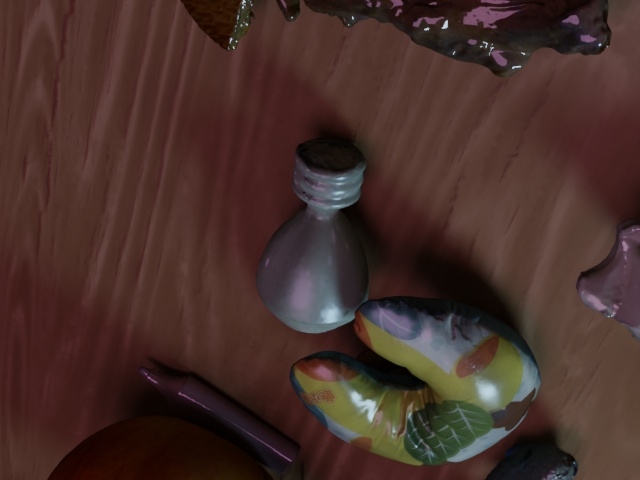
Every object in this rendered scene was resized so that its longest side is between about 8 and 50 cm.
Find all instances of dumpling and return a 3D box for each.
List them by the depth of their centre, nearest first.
[{"bbox_3d":[0.310,0.043,1.222,0.199,0.118,0.136,19,114,-1],"label":"dumpling"}]

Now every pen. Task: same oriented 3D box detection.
[{"bbox_3d":[-0.115,0.191,1.672,0.197,0.032,0.053,32,139,-2],"label":"pen"}]

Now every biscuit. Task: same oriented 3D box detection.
[{"bbox_3d":[-0.086,-0.260,1.222,0.126,0.025,0.206,40,139,24],"label":"biscuit"}]

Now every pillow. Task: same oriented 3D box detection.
[{"bbox_3d":[0.089,0.133,1.428,0.214,0.086,0.233,27,141,-20],"label":"pillow"}]

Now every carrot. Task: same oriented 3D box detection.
[{"bbox_3d":[0.070,0.112,1.486,0.093,0.032,0.032,-27,111,38],"label":"carrot"}]

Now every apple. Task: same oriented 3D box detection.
[{"bbox_3d":[-0.167,0.324,1.657,0.286,0.233,0.286,20,154,10],"label":"apple"}]

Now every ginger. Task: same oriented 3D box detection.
[{"bbox_3d":[0.090,-0.195,1.171,0.290,0.084,0.122,20,115,21],"label":"ginger"}]

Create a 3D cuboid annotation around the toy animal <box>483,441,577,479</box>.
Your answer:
[{"bbox_3d":[0.170,0.267,1.530,0.070,0.079,0.253,37,140,-13],"label":"toy animal"}]

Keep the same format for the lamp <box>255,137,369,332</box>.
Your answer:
[{"bbox_3d":[0.000,0.000,1.382,0.106,0.106,0.193,21,127,14],"label":"lamp"}]
